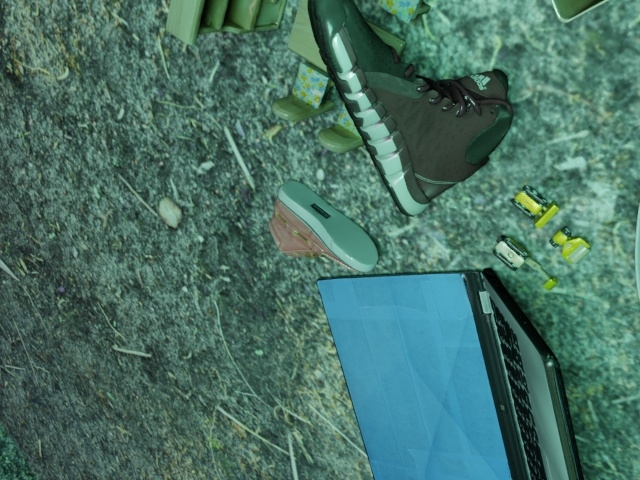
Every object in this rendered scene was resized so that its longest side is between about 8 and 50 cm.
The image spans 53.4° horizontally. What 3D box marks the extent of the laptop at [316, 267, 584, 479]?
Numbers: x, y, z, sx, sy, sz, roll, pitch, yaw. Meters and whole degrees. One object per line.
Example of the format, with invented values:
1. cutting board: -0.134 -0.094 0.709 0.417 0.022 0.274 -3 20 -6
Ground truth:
1. laptop: 0.146 0.251 0.769 0.237 0.408 0.381 -15 103 6

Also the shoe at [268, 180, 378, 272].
1. shoe: 0.000 0.000 0.876 0.178 0.064 0.081 42 131 22

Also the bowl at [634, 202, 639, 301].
1. bowl: 0.377 0.009 0.595 0.142 0.053 0.142 5 112 36

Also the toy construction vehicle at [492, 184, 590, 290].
1. toy construction vehicle: 0.243 -0.003 0.710 0.098 0.035 0.085 41 118 13

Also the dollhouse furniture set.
1. dollhouse furniture set: -0.026 -0.241 0.716 0.242 0.161 0.212 36 127 19

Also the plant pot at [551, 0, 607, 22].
1. plant pot: 0.248 -0.264 0.540 0.109 0.096 0.109 -21 97 42

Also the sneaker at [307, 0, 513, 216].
1. sneaker: 0.104 -0.161 0.649 0.163 0.106 0.281 -27 134 6
